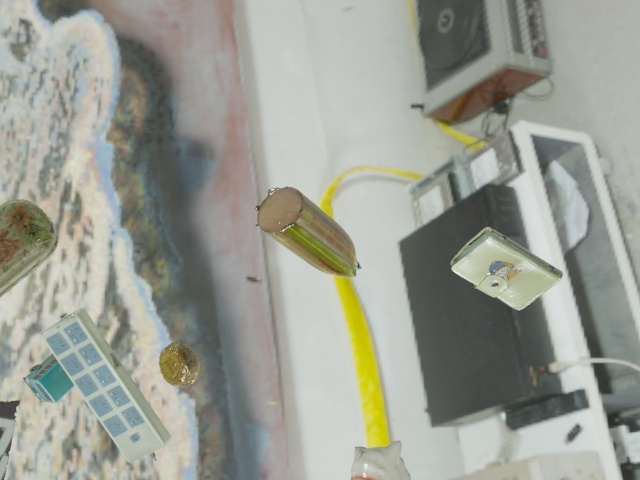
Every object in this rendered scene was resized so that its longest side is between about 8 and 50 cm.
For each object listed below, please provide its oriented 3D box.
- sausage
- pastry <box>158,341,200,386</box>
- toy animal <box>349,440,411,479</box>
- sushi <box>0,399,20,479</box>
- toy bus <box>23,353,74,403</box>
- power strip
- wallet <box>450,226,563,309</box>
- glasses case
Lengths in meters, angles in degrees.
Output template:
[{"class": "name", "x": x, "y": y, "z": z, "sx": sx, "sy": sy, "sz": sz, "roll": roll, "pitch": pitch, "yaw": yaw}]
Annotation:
[{"class": "sausage", "x": 0.002, "y": 0.000, "z": 1.924, "sx": 0.125, "sy": 0.317, "sz": 0.117, "roll": 25, "pitch": 82, "yaw": 48}, {"class": "pastry", "x": -0.325, "y": 0.285, "z": 1.964, "sx": 0.097, "sy": 0.057, "sz": 0.109, "roll": 20, "pitch": 109, "yaw": 32}, {"class": "toy animal", "x": 0.045, "y": 0.537, "z": 1.805, "sx": 0.308, "sy": 0.266, "sz": 0.188, "roll": -15, "pitch": 82, "yaw": 39}, {"class": "sushi", "x": -0.652, "y": 0.366, "z": 1.286, "sx": 0.069, "sy": 0.339, "sz": 0.320, "roll": 40, "pitch": 121, "yaw": 51}, {"class": "toy bus", "x": -0.580, "y": 0.289, "z": 1.951, "sx": 0.092, "sy": 0.160, "sz": 0.079, "roll": -2, "pitch": 124, "yaw": 46}, {"class": "power strip", "x": -0.439, "y": 0.308, "z": 1.779, "sx": 0.106, "sy": 0.043, "sz": 0.367, "roll": -30, "pitch": 97, "yaw": 21}, {"class": "wallet", "x": 0.303, "y": 0.047, "z": 1.409, "sx": 0.110, "sy": 0.155, "sz": 0.039, "roll": -46, "pitch": 23, "yaw": 37}, {"class": "glasses case", "x": -0.765, "y": 0.078, "z": 1.859, "sx": 0.156, "sy": 0.425, "sz": 0.098, "roll": 47, "pitch": 166, "yaw": 9}]
